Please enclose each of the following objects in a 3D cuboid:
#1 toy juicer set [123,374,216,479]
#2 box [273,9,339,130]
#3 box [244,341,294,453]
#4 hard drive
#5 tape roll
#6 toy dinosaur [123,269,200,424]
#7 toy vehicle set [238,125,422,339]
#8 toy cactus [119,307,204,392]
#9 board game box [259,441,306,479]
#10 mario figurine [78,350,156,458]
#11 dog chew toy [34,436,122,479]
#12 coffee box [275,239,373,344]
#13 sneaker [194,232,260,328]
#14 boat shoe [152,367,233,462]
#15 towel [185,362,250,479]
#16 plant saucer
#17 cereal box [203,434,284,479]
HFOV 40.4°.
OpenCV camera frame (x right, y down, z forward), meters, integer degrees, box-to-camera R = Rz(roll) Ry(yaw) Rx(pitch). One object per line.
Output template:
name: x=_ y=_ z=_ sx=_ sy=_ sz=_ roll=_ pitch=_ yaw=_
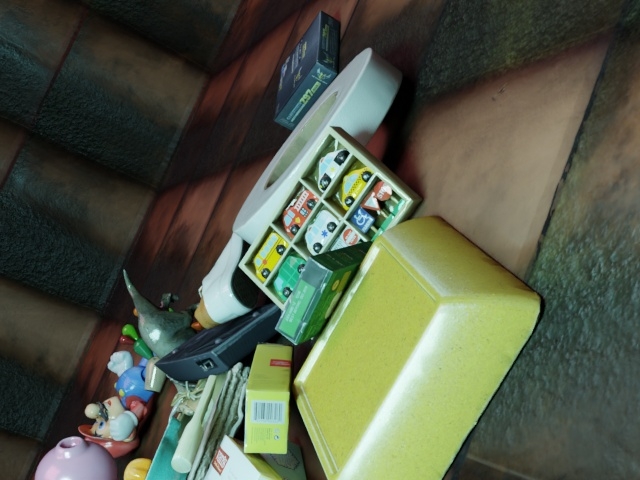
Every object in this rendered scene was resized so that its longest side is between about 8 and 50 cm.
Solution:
toy juicer set: x=-0.249 y=0.364 z=1.264 sx=0.209 sy=0.089 sz=0.329 roll=-90 pitch=23 yaw=-80
box: x=-0.029 y=-0.382 z=1.950 sx=0.183 sy=0.059 sz=0.233 roll=-48 pitch=26 yaw=36
box: x=-0.068 y=0.209 z=1.188 sx=0.232 sy=0.058 sz=0.087 roll=-87 pitch=-1 yaw=-83
hard drive: x=-0.173 y=0.180 z=1.510 sx=0.172 sy=0.054 sz=0.254 roll=-35 pitch=7 yaw=-33
tape roll: x=-0.008 y=-0.152 z=1.473 sx=0.392 sy=0.072 sz=0.392 roll=-51 pitch=11 yaw=14
toy dinosaur: x=-0.278 y=0.185 z=1.671 sx=0.121 sy=0.313 sz=0.160 roll=-22 pitch=14 yaw=25
toy vehicle set: x=0.008 y=-0.009 z=1.261 sx=0.267 sy=0.166 sz=0.035 roll=-56 pitch=-20 yaw=23
toy cactus: x=-0.334 y=0.227 z=1.833 sx=0.112 sy=0.219 sz=0.180 roll=60 pitch=-142 yaw=-68
board game box: x=-0.109 y=0.463 z=1.094 sx=0.319 sy=0.066 sz=0.318 roll=-58 pitch=20 yaw=16
mario figurine: x=-0.440 y=0.334 z=1.930 sx=0.320 sy=0.170 sz=0.198 roll=-61 pitch=-8 yaw=-9
dog chew toy: x=-0.391 y=0.481 z=1.446 sx=0.206 sy=0.206 sz=0.332 roll=-129 pitch=32 yaw=-69
coffee box: x=0.019 y=0.064 z=1.135 sx=0.184 sy=0.040 sz=0.113 roll=-15 pitch=-45 yaw=-61
sneaker: x=-0.161 y=0.055 z=1.579 sx=0.123 sy=0.106 sz=0.290 roll=-32 pitch=16 yaw=25
boat shoe: x=-0.232 y=0.334 z=1.532 sx=0.104 sy=0.089 sz=0.285 roll=-29 pitch=39 yaw=59
towel: x=-0.173 y=0.343 z=1.351 sx=0.187 sy=0.049 sz=0.282 roll=116 pitch=175 yaw=-52
plant saucer: x=0.074 y=0.140 z=1.009 sx=0.333 sy=0.081 sz=0.333 roll=-62 pitch=20 yaw=9
cereal box: x=-0.133 y=0.379 z=1.085 sx=0.240 sy=0.047 sz=0.173 roll=-66 pitch=20 yaw=-6
